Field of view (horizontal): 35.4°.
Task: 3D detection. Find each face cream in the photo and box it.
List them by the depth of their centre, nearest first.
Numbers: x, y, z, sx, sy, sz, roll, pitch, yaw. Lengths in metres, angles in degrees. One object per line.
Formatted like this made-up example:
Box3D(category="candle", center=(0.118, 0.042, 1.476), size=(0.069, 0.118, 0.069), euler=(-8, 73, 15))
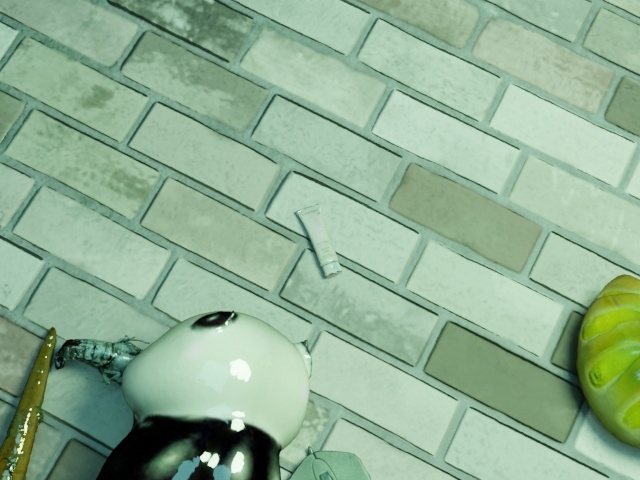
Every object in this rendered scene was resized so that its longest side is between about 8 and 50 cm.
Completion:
Box3D(category="face cream", center=(0.000, 0.000, 1.482), size=(0.038, 0.020, 0.115), euler=(-18, 71, -9))

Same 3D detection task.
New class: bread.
Box3D(category="bread", center=(0.443, 0.188, 1.378), size=(0.156, 0.158, 0.261), euler=(-35, 75, -10))

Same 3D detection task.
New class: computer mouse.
Box3D(category="computer mouse", center=(0.034, 0.376, 1.332), size=(0.113, 0.068, 0.229), euler=(-23, 75, -12))

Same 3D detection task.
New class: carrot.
Box3D(category="carrot", center=(-0.401, 0.237, 1.367), size=(0.049, 0.049, 0.254), euler=(12, 67, 0))

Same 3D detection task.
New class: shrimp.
Box3D(category="shrimp", center=(-0.281, 0.172, 1.375), size=(0.174, 0.076, 0.082), euler=(13, 54, -1))

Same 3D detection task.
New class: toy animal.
Box3D(category="toy animal", center=(-0.136, 0.242, 1.275), size=(0.250, 0.251, 0.310), euler=(18, 79, 3))
